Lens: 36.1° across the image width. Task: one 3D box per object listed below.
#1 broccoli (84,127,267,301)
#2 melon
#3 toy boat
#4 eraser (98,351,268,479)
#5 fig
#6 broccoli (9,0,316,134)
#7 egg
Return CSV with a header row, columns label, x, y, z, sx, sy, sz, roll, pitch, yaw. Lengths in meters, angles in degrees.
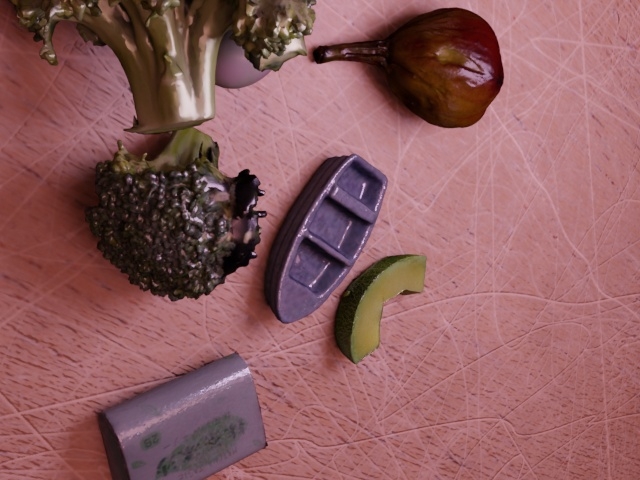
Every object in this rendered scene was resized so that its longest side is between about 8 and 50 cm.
label,x,y,z,sx,sy,sz,roll,pitch,yaw
broccoli,-0.174,-0.051,1.314,0.243,0.247,0.263,-86,152,-43
melon,0.098,0.098,1.639,0.209,0.064,0.118,-37,120,-24
toy boat,0.000,0.000,1.532,0.127,0.078,0.282,35,82,-37
eraser,-0.201,0.286,1.465,0.227,0.081,0.174,-23,115,-30
fig,0.153,-0.258,1.514,0.290,0.191,0.190,-13,109,-33
broccoli,-0.181,-0.303,1.187,0.338,0.277,0.317,-42,112,-26
egg,-0.109,-0.268,1.365,0.135,0.103,0.103,-40,122,-22
